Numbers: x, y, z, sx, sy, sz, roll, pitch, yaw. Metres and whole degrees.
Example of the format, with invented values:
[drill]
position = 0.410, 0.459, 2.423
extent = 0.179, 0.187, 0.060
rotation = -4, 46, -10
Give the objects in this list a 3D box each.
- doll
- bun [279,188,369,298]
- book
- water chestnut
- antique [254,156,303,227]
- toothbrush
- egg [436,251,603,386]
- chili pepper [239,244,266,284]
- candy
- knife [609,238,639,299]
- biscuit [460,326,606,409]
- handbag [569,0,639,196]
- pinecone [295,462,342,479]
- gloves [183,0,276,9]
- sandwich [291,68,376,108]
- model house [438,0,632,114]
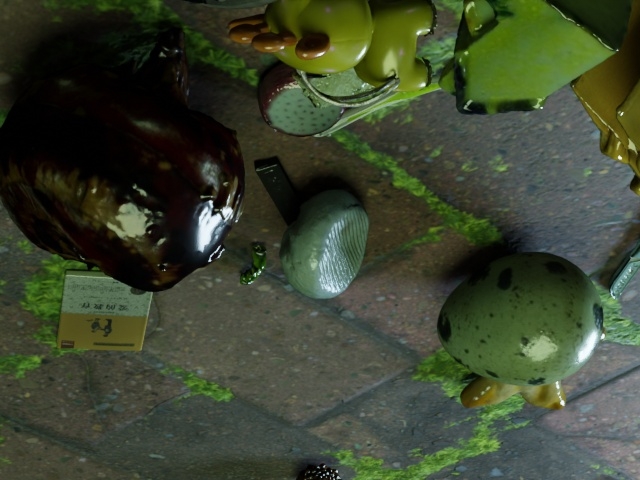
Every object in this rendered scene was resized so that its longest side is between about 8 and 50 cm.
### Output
[doll]
position = 0.010, -0.210, 1.668
extent = 0.221, 0.143, 0.135
rotation = -8, 115, -37
[bun]
position = 0.000, 0.000, 1.995
extent = 0.083, 0.141, 0.141
rotation = 23, 155, 29
[book]
position = -0.288, 0.095, 2.159
extent = 0.118, 0.012, 0.172
rotation = 3, 142, -11
[water chestnut]
position = -0.203, -0.095, 1.753
extent = 0.300, 0.300, 0.300
rotation = -4, 143, -3
[antique]
position = -0.036, -0.041, 2.013
extent = 0.031, 0.015, 0.192
rotation = -16, 143, 11
[toothbrush]
position = 0.103, -0.168, 1.856
extent = 0.263, 0.026, 0.022
rotation = -21, 135, 19
[egg]
position = 0.260, 0.105, 2.125
extent = 0.228, 0.177, 0.177
rotation = -7, 147, 29
[chili pepper]
position = -0.086, 0.033, 2.103
extent = 0.027, 0.022, 0.083
rotation = -25, 155, -35
[candy]
position = -0.020, -0.161, 1.832
extent = 0.103, 0.043, 0.103
rotation = -4, 144, -3
[knife]
position = 0.428, 0.017, 2.165
extent = 0.028, 0.015, 0.210
rotation = 0, 144, -19
[biscuit]
position = 0.305, 0.177, 2.332
extent = 0.164, 0.047, 0.208
rotation = 4, 142, -13
[handbag]
position = 0.442, -0.135, 1.734
extent = 0.283, 0.133, 0.401
rotation = -52, 135, -7
[pinecone]
position = -0.008, 0.388, 2.550
extent = 0.077, 0.077, 0.083
rotation = 14, 170, -26
[gloves]
position = -0.028, -0.309, 1.568
extent = 0.285, 0.142, 0.119
rotation = -24, 112, 23
[sandwich]
position = 0.023, -0.185, 1.775
extent = 0.105, 0.035, 0.093
rotation = 17, 92, -34
[model house]
position = 0.193, -0.250, 1.634
extent = 0.170, 0.194, 0.211
rotation = 29, 145, -18
